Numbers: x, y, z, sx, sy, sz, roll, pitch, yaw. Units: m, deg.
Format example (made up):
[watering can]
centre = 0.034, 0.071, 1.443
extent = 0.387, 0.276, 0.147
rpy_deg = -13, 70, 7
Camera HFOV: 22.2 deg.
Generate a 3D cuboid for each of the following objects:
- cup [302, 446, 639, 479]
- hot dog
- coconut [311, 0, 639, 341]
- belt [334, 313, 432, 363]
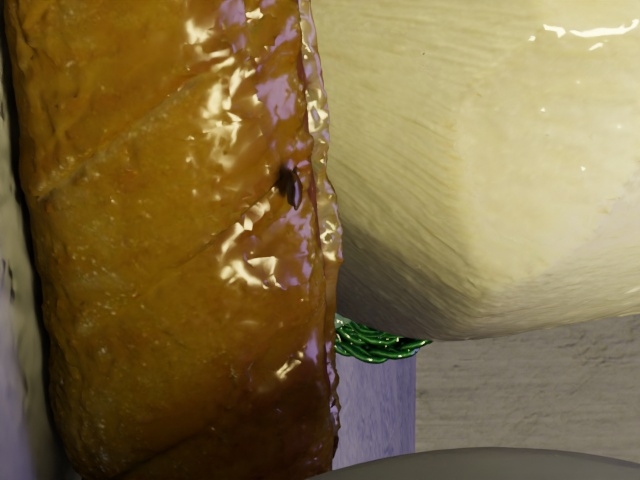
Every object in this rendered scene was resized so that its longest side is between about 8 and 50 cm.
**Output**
[cup]
centre = 0.036, 0.239, 0.292
extent = 0.327, 0.237, 0.322
rpy_deg = -75, 163, -68
[hot dog]
centre = -0.040, -0.040, 0.398
extent = 0.061, 0.088, 0.286
rpy_deg = -80, 162, -66
[coconut]
centre = 0.050, -0.086, 0.547
extent = 0.237, 0.266, 0.237
rpy_deg = -1, -91, 54
[belt]
centre = 0.031, -0.010, 0.854
extent = 0.079, 0.121, 0.151
rpy_deg = -73, 174, -86
